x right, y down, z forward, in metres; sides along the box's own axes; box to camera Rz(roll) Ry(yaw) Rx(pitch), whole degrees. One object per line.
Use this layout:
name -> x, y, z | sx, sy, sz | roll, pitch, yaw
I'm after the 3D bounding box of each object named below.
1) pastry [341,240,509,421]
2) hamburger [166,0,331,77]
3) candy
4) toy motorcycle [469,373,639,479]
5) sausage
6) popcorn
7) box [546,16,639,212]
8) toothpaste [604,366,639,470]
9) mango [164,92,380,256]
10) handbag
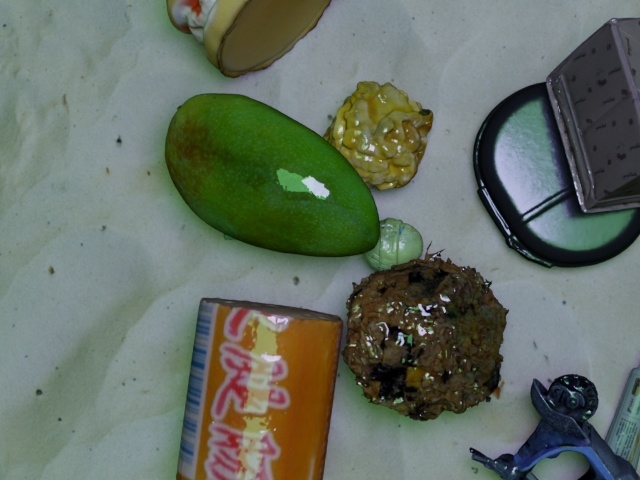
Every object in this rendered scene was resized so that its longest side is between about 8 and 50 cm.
pastry -> 0.168, 0.145, 1.320 | 0.275, 0.193, 0.274 | 7, 74, -25
hamburger -> -0.104, -0.420, 1.388 | 0.303, 0.261, 0.186 | -37, 79, -17
candy -> 0.000, 0.000, 1.437 | 0.336, 0.092, 0.093 | 4, 73, 13
toy motorcycle -> 0.397, 0.378, 1.335 | 0.213, 0.125, 0.358 | -35, 86, 17
sausage -> -0.092, 0.239, 1.344 | 0.233, 0.233, 0.287 | 7, 85, 5
popcorn -> 0.093, -0.167, 1.406 | 0.170, 0.180, 0.179 | -7, 84, 43
box -> 0.524, -0.187, 1.277 | 0.297, 0.190, 0.225 | -7, 75, -19
toothpaste -> 0.488, 0.292, 1.389 | 0.067, 0.037, 0.255 | 17, 92, 8
mango -> -0.077, -0.089, 1.362 | 0.382, 0.201, 0.225 | 30, 127, 16
handbag -> 0.381, -0.104, 1.398 | 0.254, 0.093, 0.308 | -29, 84, 1
